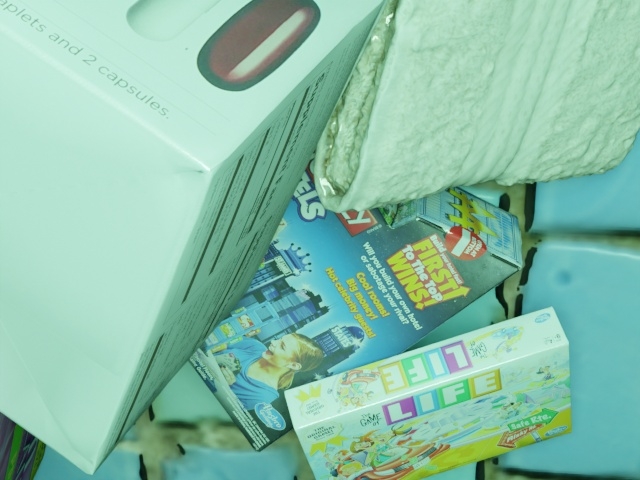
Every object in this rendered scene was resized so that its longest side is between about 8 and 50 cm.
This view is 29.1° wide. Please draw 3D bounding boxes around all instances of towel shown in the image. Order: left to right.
[{"bbox_3d":[0.108,-0.139,0.532,0.187,0.049,0.282,-9,129,-31],"label":"towel"}]

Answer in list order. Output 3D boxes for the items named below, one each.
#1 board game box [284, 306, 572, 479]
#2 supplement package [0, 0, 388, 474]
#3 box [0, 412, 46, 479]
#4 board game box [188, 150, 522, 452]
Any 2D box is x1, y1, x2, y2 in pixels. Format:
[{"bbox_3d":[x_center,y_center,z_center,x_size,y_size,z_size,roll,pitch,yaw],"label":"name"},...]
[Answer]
[{"bbox_3d":[0.065,0.098,0.701,0.154,0.026,0.103,-18,142,0],"label":"board game box"},{"bbox_3d":[-0.140,-0.071,0.520,0.262,0.145,0.204,34,135,5],"label":"supplement package"},{"bbox_3d":[-0.218,0.102,0.652,0.117,0.243,0.213,17,121,-4],"label":"box"},{"bbox_3d":[0.000,0.000,0.674,0.194,0.060,0.194,-24,115,18],"label":"board game box"}]
